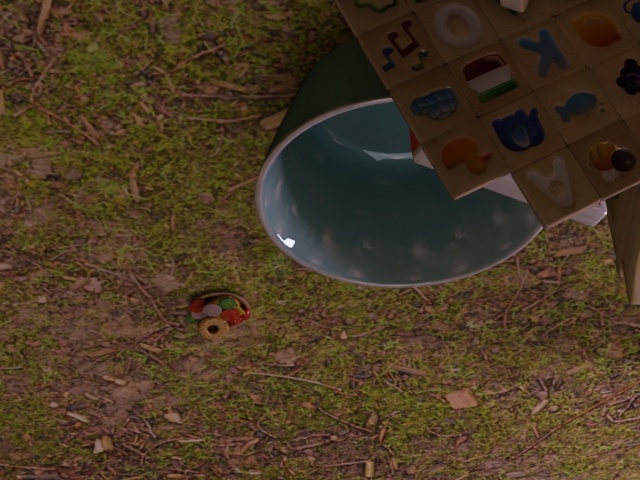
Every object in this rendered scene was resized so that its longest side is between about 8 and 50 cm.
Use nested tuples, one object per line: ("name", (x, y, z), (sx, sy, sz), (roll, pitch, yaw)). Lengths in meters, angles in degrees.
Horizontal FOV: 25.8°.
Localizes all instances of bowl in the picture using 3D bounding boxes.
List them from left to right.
("bowl", (0.087, -0.102, 1.483), (0.311, 0.163, 0.311), (0, 141, 0))

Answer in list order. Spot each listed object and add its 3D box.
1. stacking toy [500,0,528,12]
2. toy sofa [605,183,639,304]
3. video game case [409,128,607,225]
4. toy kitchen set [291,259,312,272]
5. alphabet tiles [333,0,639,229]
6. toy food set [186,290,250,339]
("stacking toy", (0.136, -0.361, 1.155), (0.130, 0.309, 0.279), (24, 173, 23))
("toy sofa", (0.417, -0.093, 1.520), (0.150, 0.177, 0.362), (-3, 139, -1))
("video game case", (0.165, -0.156, 1.336), (0.204, 0.285, 0.025), (18, 136, -24))
("toy kitchen set", (0.000, 0.000, 1.706), (0.068, 0.075, 0.083), (-2, 180, 3))
("alphabet tiles", (0.184, -0.187, 1.245), (0.285, 0.342, 0.011), (-25, 164, -15))
("toy food set", (-0.132, 0.094, 1.813), (0.083, 0.020, 0.082), (-20, 137, 19))
